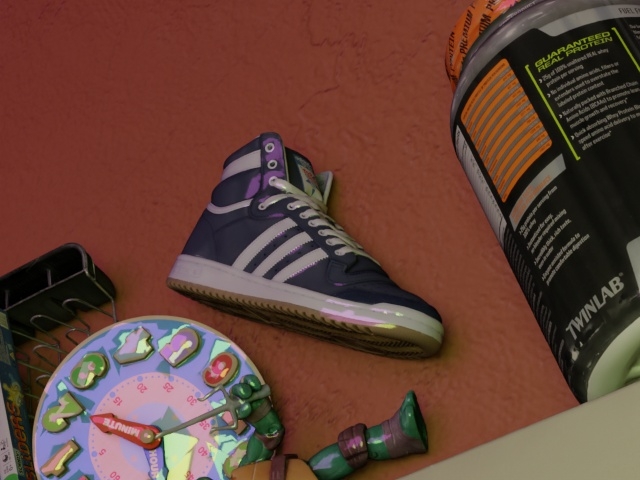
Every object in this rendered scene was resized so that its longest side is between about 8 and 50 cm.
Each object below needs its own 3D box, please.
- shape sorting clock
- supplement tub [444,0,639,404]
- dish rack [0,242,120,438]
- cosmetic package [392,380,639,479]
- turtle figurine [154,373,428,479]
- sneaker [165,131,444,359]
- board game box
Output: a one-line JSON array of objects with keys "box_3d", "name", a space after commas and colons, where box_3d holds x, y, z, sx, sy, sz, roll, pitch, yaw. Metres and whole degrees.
[{"box_3d": [-0.138, 0.163, 1.219, 0.206, 0.040, 0.206, -1, 80, 8], "name": "shape sorting clock"}, {"box_3d": [0.212, -0.043, 1.048, 0.193, 0.193, 0.316, -32, 53, 15], "name": "supplement tub"}, {"box_3d": [-0.263, 0.159, 1.328, 0.208, 0.074, 0.272, -27, 54, 20], "name": "dish rack"}, {"box_3d": [0.201, 0.182, 0.914, 0.309, 0.160, 0.113, -29, 37, 30], "name": "cosmetic package"}, {"box_3d": [-0.033, 0.191, 1.134, 0.234, 0.118, 0.175, -11, 74, 11], "name": "turtle figurine"}, {"box_3d": [0.000, 0.000, 1.226, 0.282, 0.099, 0.153, 12, 74, 40], "name": "sneaker"}, {"box_3d": [-0.321, 0.170, 1.293, 0.136, 0.035, 0.201, -31, 54, 16], "name": "board game box"}]
